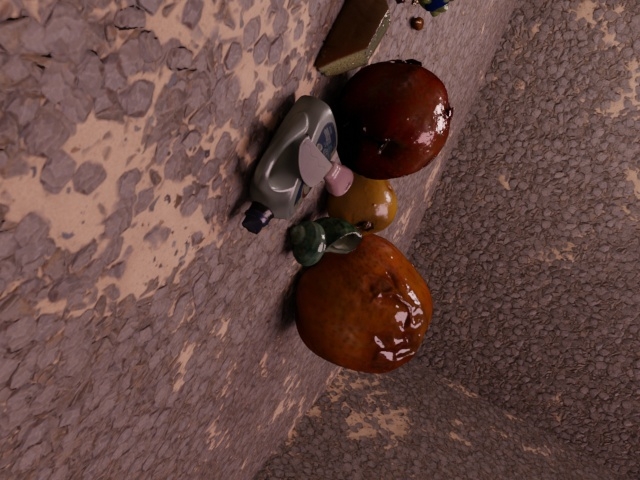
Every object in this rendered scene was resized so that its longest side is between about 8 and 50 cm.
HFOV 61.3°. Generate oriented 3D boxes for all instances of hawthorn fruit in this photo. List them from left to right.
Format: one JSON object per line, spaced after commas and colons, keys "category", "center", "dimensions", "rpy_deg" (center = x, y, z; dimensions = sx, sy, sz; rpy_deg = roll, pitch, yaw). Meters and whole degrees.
{"category": "hawthorn fruit", "center": [0.146, 0.211, 1.771], "dimensions": [0.471, 0.472, 0.471], "rpy_deg": [-54, 162, -28]}
{"category": "hawthorn fruit", "center": [0.161, -0.288, 1.311], "dimensions": [0.316, 0.316, 0.316], "rpy_deg": [-54, 162, -28]}

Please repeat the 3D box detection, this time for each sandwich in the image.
{"category": "sandwich", "center": [0.088, -0.456, 1.155], "dimensions": [0.257, 0.096, 0.094], "rpy_deg": [-61, 169, 3]}

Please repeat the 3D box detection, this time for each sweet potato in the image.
{"category": "sweet potato", "center": [0.286, -0.633, 1.578], "dimensions": [0.095, 0.034, 0.034], "rpy_deg": [-37, 151, -76]}

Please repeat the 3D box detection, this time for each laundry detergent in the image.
{"category": "laundry detergent", "center": [-0.075, -0.142, 1.118], "dimensions": [0.280, 0.105, 0.215], "rpy_deg": [-55, 165, -20]}

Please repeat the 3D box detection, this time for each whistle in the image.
{"category": "whistle", "center": [0.272, -0.590, 1.262], "dimensions": [0.105, 0.085, 0.227], "rpy_deg": [-52, 166, 2]}

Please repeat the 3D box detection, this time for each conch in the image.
{"category": "conch", "center": [0.002, -0.003, 1.489], "dimensions": [0.188, 0.176, 0.121], "rpy_deg": [-18, 93, -40]}

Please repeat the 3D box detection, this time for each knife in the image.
{"category": "knife", "center": [-0.001, -0.145, 1.114], "dimensions": [0.081, 0.043, 0.336], "rpy_deg": [-56, 162, 6]}

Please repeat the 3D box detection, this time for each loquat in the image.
{"category": "loquat", "center": [0.123, -0.109, 1.591], "dimensions": [0.208, 0.208, 0.208], "rpy_deg": [-54, 162, -28]}

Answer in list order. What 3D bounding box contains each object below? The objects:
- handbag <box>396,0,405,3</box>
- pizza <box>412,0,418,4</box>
{"category": "handbag", "center": [0.217, -0.677, 1.231], "dimensions": [0.216, 0.074, 0.203], "rpy_deg": [-49, 159, -33]}
{"category": "pizza", "center": [0.283, -0.681, 1.505], "dimensions": [0.078, 0.025, 0.083], "rpy_deg": [-62, 165, -11]}
